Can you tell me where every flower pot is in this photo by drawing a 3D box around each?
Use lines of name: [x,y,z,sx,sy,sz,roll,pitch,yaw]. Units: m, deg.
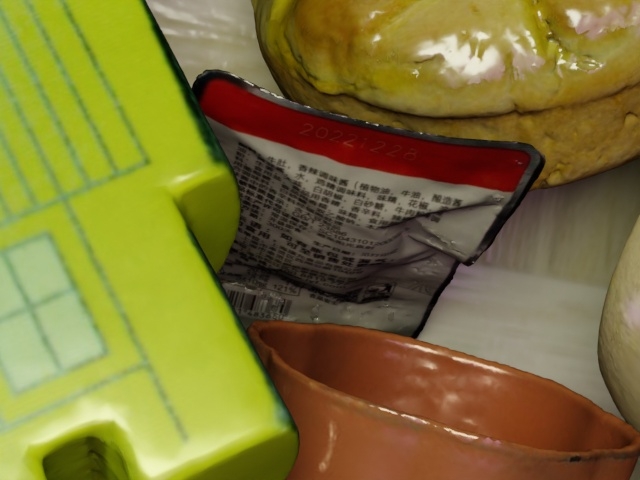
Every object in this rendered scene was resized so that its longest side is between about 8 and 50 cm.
flower pot: [0.034,0.143,0.721,0.190,0.190,0.173,15,96,-10]

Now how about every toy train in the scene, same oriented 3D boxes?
toy train: [-0.183,-0.022,0.608,0.272,0.179,0.442,-24,71,-16]

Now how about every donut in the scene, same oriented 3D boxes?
donut: [0.098,-0.123,0.724,0.261,0.208,0.128,-15,139,0]

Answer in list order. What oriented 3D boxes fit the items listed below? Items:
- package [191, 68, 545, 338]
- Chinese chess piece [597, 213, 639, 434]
package: [0.000,0.000,0.736,0.154,0.239,0.030,10,65,-8]
Chinese chess piece: [0.248,0.002,0.744,0.102,0.273,0.273,38,95,30]
